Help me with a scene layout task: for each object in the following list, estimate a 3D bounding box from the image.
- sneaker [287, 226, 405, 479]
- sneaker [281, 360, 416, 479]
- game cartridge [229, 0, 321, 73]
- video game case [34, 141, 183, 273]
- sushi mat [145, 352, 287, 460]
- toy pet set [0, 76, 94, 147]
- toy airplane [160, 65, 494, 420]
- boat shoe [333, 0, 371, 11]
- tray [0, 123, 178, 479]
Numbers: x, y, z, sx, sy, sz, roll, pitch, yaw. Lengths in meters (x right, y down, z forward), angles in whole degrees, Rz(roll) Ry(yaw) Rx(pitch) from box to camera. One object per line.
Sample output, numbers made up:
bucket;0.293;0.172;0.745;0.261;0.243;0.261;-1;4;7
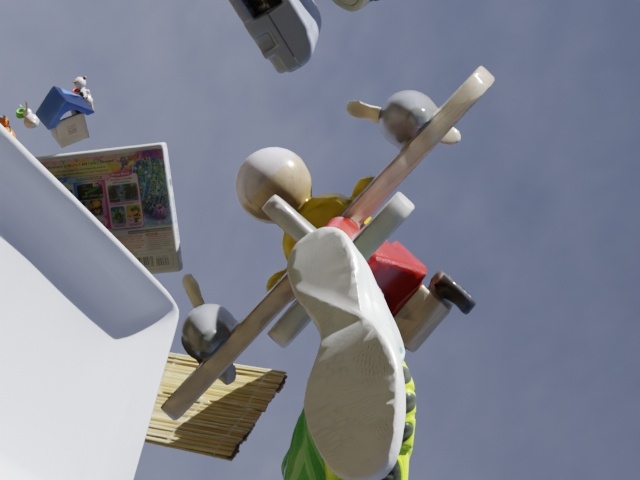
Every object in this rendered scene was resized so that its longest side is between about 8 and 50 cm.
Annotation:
sneaker;0.036;0.092;1.209;0.080;0.094;0.212;-23;-128;19
sneaker;0.021;0.231;1.364;0.123;0.109;0.295;165;-64;-80
game cartridge;-0.089;-0.297;1.480;0.060;0.294;0.196;-31;-168;5
video game case;-0.237;-0.030;1.792;0.019;0.157;0.143;-38;121;-76
sushi mat;-0.204;0.187;1.963;0.316;0.151;0.019;8;-53;28
toy pet set;-0.334;-0.166;1.988;0.114;0.122;0.065;46;-27;46
toy airplane;0.000;0.000;1.748;0.272;0.386;0.384;45;-41;19
boat shoe;0.051;-0.327;1.497;0.084;0.079;0.233;40;-39;36
tray;-0.142;0.042;0.713;0.030;0.270;0.145;4;-113;22
